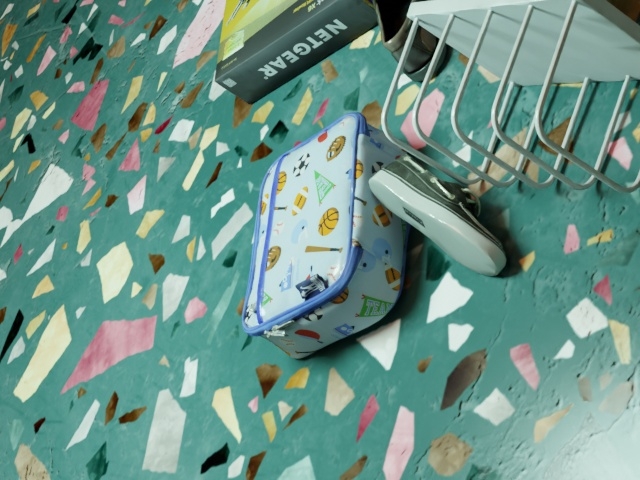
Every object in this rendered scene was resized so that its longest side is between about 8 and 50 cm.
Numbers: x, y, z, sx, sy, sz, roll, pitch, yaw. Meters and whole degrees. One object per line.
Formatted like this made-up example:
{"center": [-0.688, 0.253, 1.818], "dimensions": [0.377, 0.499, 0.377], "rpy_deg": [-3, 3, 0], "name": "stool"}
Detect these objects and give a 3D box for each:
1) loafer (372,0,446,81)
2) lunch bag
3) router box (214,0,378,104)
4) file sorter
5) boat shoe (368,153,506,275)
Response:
{"center": [0.116, -0.336, 2.009], "dimensions": [0.096, 0.084, 0.268], "rpy_deg": [-39, 38, 27], "name": "loafer"}
{"center": [0.000, 0.000, 1.872], "dimensions": [0.243, 0.115, 0.303], "rpy_deg": [-27, 44, 42], "name": "lunch bag"}
{"center": [-0.026, -0.384, 2.235], "dimensions": [0.308, 0.081, 0.243], "rpy_deg": [-28, 44, 38], "name": "router box"}
{"center": [0.230, -0.162, 1.633], "dimensions": [0.277, 0.192, 0.173], "rpy_deg": [6, 72, 54], "name": "file sorter"}
{"center": [0.151, -0.038, 1.714], "dimensions": [0.070, 0.078, 0.219], "rpy_deg": [-41, 52, -14], "name": "boat shoe"}
